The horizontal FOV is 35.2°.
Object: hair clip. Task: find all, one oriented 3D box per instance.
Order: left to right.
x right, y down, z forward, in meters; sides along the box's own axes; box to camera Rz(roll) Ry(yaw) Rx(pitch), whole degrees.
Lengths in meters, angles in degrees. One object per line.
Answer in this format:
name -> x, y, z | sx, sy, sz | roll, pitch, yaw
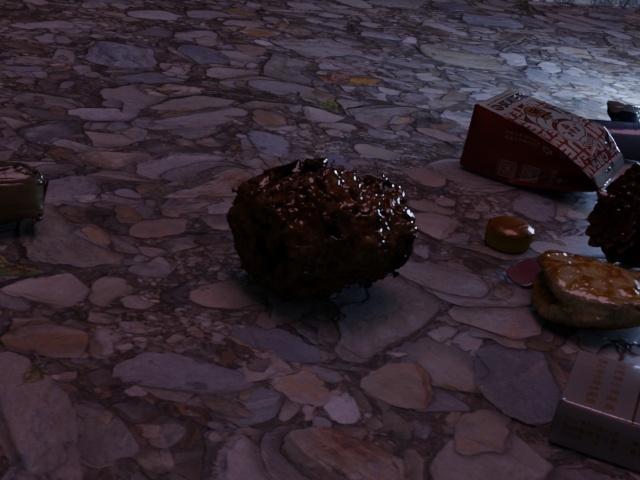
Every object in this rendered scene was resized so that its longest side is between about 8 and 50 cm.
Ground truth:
hair clip -> 0.359, 0.048, 1.627 | 0.137, 0.022, 0.054 | -10, 33, -35

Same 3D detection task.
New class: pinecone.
pinecone -> 0.559, -0.041, 1.703 | 0.212, 0.169, 0.185 | -3, -16, -34

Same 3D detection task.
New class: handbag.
handbag -> 0.448, -0.175, 2.022 | 0.298, 0.151, 0.171 | 30, 35, 26

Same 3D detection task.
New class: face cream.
face cream -> 0.667, -0.230, 2.281 | 0.385, 0.086, 0.135 | 12, 27, 20

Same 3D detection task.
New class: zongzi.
zongzi -> -0.534, -0.075, 1.530 | 0.194, 0.099, 0.197 | -10, 19, -35

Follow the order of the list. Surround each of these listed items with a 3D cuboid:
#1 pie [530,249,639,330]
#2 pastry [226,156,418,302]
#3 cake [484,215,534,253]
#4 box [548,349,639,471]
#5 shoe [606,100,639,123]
pie -> 0.406, 0.077, 1.501 | 0.178, 0.084, 0.205 | 10, 22, 1
pastry -> 0.000, 0.000, 1.431 | 0.274, 0.275, 0.193 | 7, 66, -3
cake -> 0.321, -0.012, 1.722 | 0.084, 0.044, 0.084 | 9, 25, -4
box -> 0.406, 0.218, 1.209 | 0.233, 0.067, 0.149 | 16, 27, 18
shoe -> 0.707, -0.269, 2.367 | 0.071, 0.099, 0.169 | 22, 5, 32
